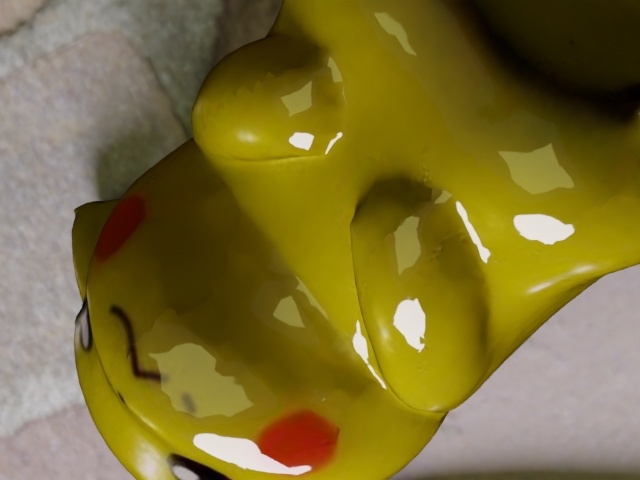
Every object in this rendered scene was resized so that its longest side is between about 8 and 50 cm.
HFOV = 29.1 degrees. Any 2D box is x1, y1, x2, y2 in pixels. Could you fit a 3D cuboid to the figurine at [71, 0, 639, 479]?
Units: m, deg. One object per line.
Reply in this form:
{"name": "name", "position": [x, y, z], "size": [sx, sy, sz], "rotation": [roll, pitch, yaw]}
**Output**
{"name": "figurine", "position": [0.005, -0.005, 0.474], "size": [0.327, 0.169, 0.218], "rotation": [-44, 71, 25]}
